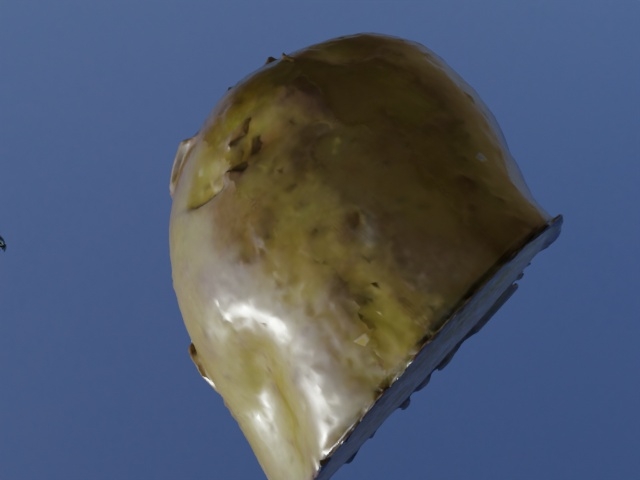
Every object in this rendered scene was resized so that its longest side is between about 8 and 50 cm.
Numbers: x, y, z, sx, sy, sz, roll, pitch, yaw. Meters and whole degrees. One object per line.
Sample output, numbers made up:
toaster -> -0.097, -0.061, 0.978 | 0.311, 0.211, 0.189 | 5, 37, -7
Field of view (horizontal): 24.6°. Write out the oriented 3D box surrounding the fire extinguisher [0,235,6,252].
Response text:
fire extinguisher -> -0.300, -0.012, 1.261 | 0.038, 0.083, 0.025 | -7, -126, 58

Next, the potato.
potato -> 0.000, 0.000, 1.020 | 0.237, 0.301, 0.289 | 43, -112, 9
